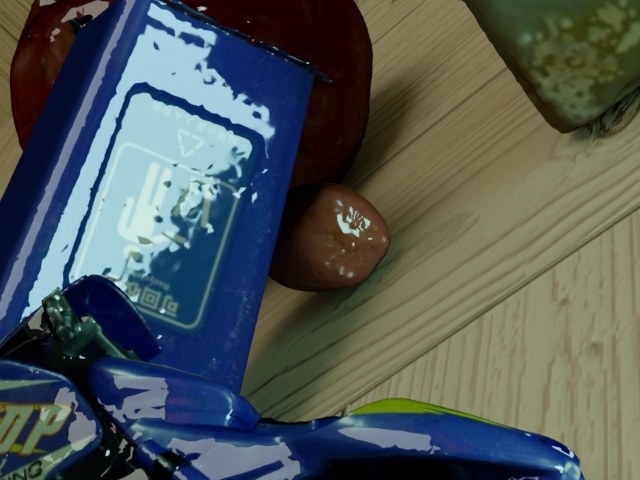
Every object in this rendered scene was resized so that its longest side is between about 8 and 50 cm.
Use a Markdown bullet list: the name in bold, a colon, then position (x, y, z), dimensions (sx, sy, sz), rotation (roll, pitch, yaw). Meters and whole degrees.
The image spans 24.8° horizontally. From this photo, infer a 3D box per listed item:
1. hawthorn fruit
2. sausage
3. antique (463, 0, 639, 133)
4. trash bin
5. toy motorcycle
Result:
- **hawthorn fruit**: position (-0.108, -0.112, 0.933), dimensions (0.210, 0.266, 0.230), rotation (1, 60, 61)
- **sausage**: position (0.000, 0.000, 0.793), dimensions (0.059, 0.054, 0.094), rotation (-59, 19, -16)
- **antique**: position (0.191, -0.183, 0.643), dimensions (0.284, 0.150, 0.125), rotation (-28, 28, 27)
- **trash bin**: position (-0.104, 0.006, 0.757), dimensions (0.184, 0.162, 0.234), rotation (-10, 60, 65)
- **toy motorcycle**: position (-0.059, 0.096, 0.539), dimensions (0.315, 0.113, 0.169), rotation (6, 60, 35)
